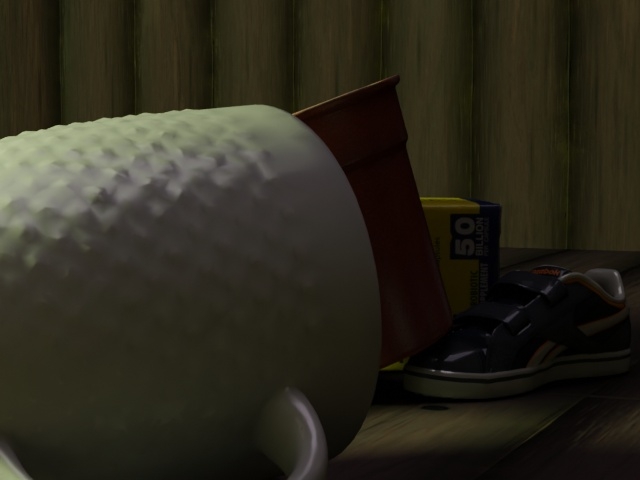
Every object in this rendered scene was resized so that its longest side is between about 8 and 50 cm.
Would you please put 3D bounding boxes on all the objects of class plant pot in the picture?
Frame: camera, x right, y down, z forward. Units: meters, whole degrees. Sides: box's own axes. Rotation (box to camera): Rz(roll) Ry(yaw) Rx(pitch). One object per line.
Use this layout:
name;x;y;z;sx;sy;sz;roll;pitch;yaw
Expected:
plant pot;0.000;0.000;1.414;0.272;0.265;0.272;-21;5;2

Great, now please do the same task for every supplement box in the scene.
supplement box;0.025;0.048;1.636;0.357;0.194;0.195;-1;4;-2

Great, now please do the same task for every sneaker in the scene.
sneaker;0.213;0.094;1.486;0.321;0.127;0.126;-5;8;-42

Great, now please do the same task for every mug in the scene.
mug;-0.144;0.082;0.913;0.328;0.276;0.374;-9;39;-32
